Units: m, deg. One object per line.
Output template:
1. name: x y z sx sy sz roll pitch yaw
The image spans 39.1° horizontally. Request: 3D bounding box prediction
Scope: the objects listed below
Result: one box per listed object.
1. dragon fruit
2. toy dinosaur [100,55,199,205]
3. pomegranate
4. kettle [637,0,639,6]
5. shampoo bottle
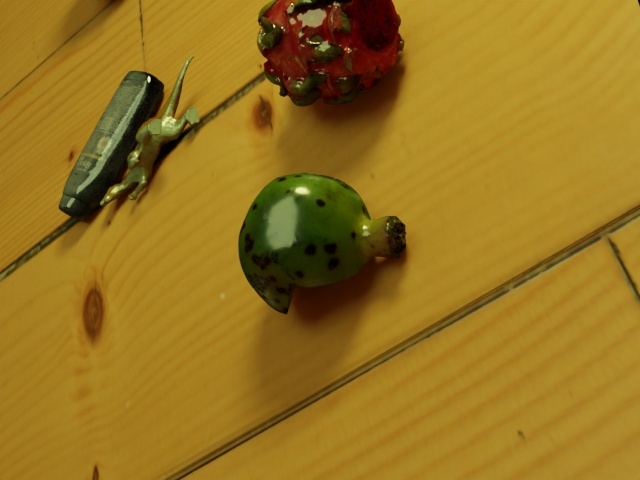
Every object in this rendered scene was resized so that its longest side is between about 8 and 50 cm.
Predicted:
1. dragon fruit: 0.001 -0.235 1.023 0.172 0.160 0.167 -7 77 42
2. toy dinosaur: -0.229 -0.145 1.259 0.142 0.057 0.212 -28 31 53
3. pomegranate: -0.008 -0.010 0.893 0.169 0.122 0.143 -21 21 35
4. kettle: 0.415 -0.252 0.656 0.308 0.262 0.203 -57 6 1
5. shampoo bottle: -0.307 -0.139 1.314 0.087 0.049 0.234 12 71 45
